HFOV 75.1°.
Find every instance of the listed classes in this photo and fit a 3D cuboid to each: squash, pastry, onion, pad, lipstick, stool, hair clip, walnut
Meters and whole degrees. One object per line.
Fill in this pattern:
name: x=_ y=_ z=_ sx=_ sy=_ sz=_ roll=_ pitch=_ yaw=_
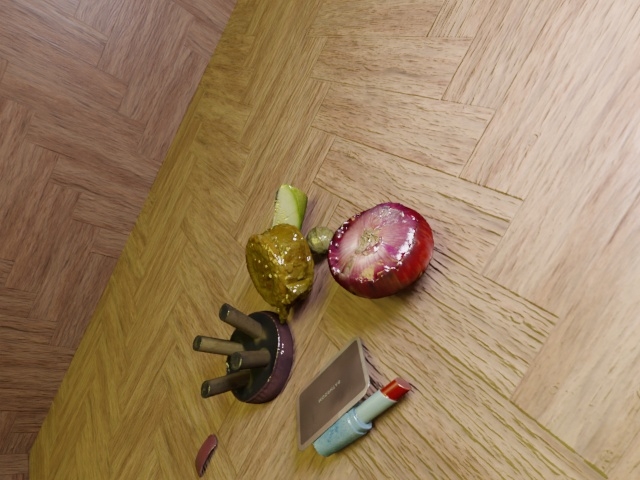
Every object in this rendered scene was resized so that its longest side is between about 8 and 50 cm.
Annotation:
squash: x=-0.110 y=-0.026 z=1.277 sx=0.169 sy=0.093 sz=0.252 roll=75 pitch=-149 yaw=-80
pastry: x=-0.105 y=0.074 z=1.174 sx=0.235 sy=0.132 sz=0.240 roll=50 pitch=145 yaw=27
onion: x=0.135 y=0.024 z=0.937 sx=0.248 sy=0.161 sz=0.248 roll=-14 pitch=65 yaw=33
pad: x=0.020 y=0.360 z=0.987 sx=0.266 sy=0.002 sz=0.176 roll=-50 pitch=22 yaw=21
lipstick: x=0.089 y=0.378 z=0.901 sx=0.274 sy=0.061 sz=0.068 roll=-48 pitch=40 yaw=25
stool: x=-0.225 y=0.323 z=1.194 sx=0.272 sy=0.179 sz=0.272 roll=-21 pitch=59 yaw=40
hair clip: x=-0.367 y=0.680 z=1.316 sx=0.054 sy=0.022 sz=0.137 roll=35 pitch=100 yaw=53
walnut: x=0.000 y=0.000 z=1.162 sx=0.092 sy=0.092 sz=0.092 roll=-23 pitch=57 yaw=41
